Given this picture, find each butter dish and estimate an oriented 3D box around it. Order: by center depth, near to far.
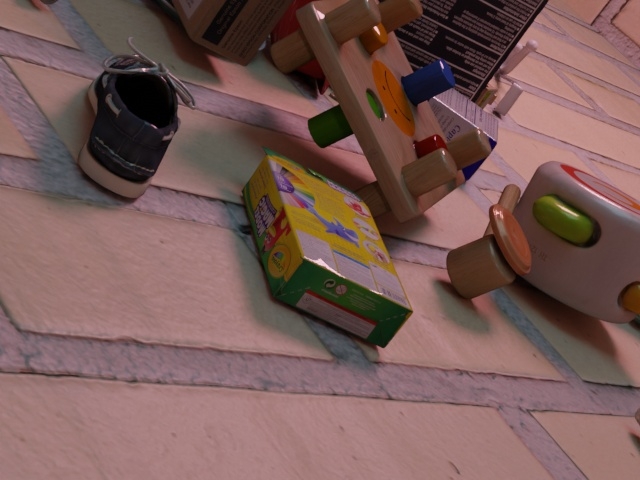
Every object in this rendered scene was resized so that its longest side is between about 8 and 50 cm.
[{"bbox_3d":[-0.026,-0.289,1.842,0.118,0.160,0.160,10,25,-9],"label":"butter dish"}]

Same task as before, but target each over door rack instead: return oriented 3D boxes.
[{"bbox_3d":[0.253,-0.355,2.462,0.239,0.108,0.324,34,21,-6],"label":"over door rack"}]

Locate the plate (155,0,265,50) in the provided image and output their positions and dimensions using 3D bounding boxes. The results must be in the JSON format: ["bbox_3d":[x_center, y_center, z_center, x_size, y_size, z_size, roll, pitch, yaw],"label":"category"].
[{"bbox_3d":[-0.152,-0.287,1.775,0.188,0.024,0.188,32,20,-13],"label":"plate"}]

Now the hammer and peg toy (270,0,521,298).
[{"bbox_3d":[0.098,-0.107,1.608,0.361,0.127,0.266,63,21,-3],"label":"hammer and peg toy"}]

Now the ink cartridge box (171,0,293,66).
[{"bbox_3d":[-0.097,-0.349,1.684,0.088,0.193,0.235,23,24,-34],"label":"ink cartridge box"}]

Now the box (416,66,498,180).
[{"bbox_3d":[0.168,-0.160,1.948,0.137,0.072,0.126,34,20,-5],"label":"box"}]

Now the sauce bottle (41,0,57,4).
[{"bbox_3d":[-0.313,-0.295,1.510,0.042,0.042,0.128,9,36,-51],"label":"sauce bottle"}]

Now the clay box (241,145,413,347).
[{"bbox_3d":[0.000,0.000,1.355,0.127,0.053,0.222,27,21,-25],"label":"clay box"}]

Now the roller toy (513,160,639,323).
[{"bbox_3d":[0.320,0.008,1.720,0.209,0.146,0.191,24,14,-13],"label":"roller toy"}]

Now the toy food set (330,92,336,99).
[{"bbox_3d":[0.045,-0.203,1.916,0.078,0.019,0.122,34,20,-8],"label":"toy food set"}]

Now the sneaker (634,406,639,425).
[{"bbox_3d":[0.416,0.211,1.553,0.190,0.071,0.083,21,20,-37],"label":"sneaker"}]

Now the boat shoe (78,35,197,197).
[{"bbox_3d":[-0.168,-0.126,1.317,0.095,0.079,0.254,32,21,-11],"label":"boat shoe"}]

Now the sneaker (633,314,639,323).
[{"bbox_3d":[0.466,0.097,1.827,0.256,0.094,0.151,30,15,-24],"label":"sneaker"}]

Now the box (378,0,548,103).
[{"bbox_3d":[0.149,-0.371,2.055,0.296,0.294,0.183,20,24,-39],"label":"box"}]

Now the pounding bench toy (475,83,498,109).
[{"bbox_3d":[0.240,-0.239,2.265,0.065,0.052,0.083,42,21,16],"label":"pounding bench toy"}]

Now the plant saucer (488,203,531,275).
[{"bbox_3d":[0.208,-0.002,1.546,0.083,0.013,0.083,50,25,-33],"label":"plant saucer"}]
